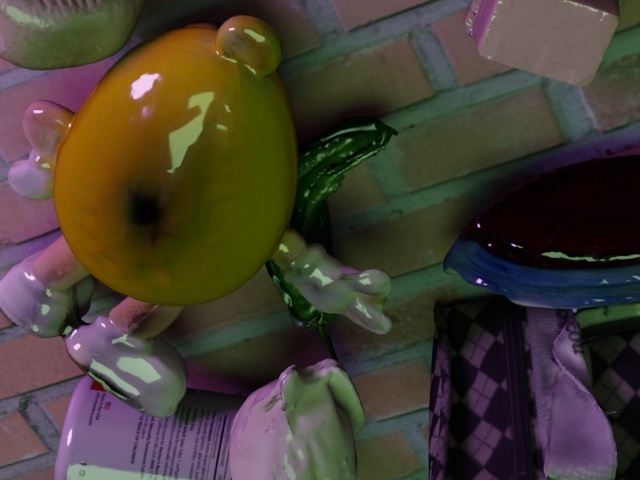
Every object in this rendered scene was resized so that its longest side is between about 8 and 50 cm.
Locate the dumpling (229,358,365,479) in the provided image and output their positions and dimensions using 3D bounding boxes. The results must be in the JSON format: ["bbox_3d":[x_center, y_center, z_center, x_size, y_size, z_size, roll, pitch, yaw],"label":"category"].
[{"bbox_3d":[-0.015,0.195,1.214,0.136,0.118,0.199,-13,128,-31],"label":"dumpling"}]

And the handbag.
[{"bbox_3d":[0.304,0.170,1.150,0.416,0.316,0.180,-6,117,9],"label":"handbag"}]

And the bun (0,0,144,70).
[{"bbox_3d":[-0.234,-0.208,1.042,0.167,0.173,0.113,-2,146,-30],"label":"bun"}]

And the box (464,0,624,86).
[{"bbox_3d":[0.189,-0.184,1.070,0.122,0.062,0.089,16,124,-5],"label":"box"}]

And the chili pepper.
[{"bbox_3d":[0.000,0.000,1.204,0.122,0.065,0.279,22,125,28],"label":"chili pepper"}]

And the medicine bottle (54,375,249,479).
[{"bbox_3d":[-0.121,0.235,1.332,0.289,0.157,0.157,9,125,-1],"label":"medicine bottle"}]

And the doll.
[{"bbox_3d":[-0.134,-0.001,1.150,0.423,0.161,0.348,-20,122,29],"label":"doll"}]

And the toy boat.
[{"bbox_3d":[0.263,0.001,1.162,0.309,0.129,0.142,-8,152,11],"label":"toy boat"}]
